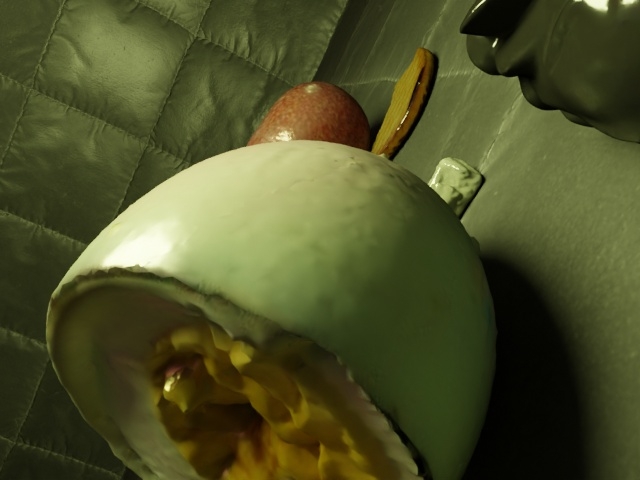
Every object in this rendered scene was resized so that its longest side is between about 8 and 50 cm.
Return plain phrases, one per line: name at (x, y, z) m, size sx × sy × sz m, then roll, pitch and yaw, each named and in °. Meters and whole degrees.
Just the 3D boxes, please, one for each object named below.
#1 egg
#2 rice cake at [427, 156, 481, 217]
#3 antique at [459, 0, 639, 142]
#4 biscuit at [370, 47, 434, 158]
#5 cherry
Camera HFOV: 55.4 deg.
egg at (-0.005, 0.061, 0.569) m, size 0.354 × 0.354 × 0.340 m, roll -51°, pitch 1°, yaw 45°
rice cake at (0.116, 0.016, 0.766) m, size 0.057 × 0.052 × 0.256 m, roll 44°, pitch 112°, yaw 44°
antique at (0.232, -0.184, 0.390) m, size 0.255 × 0.185 × 0.322 m, roll -58°, pitch 19°, yaw 22°
biscuit at (0.145, -0.233, 1.117) m, size 0.228 × 0.031 × 0.176 m, roll -60°, pitch 14°, yaw 28°
cherry at (-0.027, -0.170, 1.183) m, size 0.307 × 0.221 × 0.261 m, roll -35°, pitch -28°, yaw -40°
